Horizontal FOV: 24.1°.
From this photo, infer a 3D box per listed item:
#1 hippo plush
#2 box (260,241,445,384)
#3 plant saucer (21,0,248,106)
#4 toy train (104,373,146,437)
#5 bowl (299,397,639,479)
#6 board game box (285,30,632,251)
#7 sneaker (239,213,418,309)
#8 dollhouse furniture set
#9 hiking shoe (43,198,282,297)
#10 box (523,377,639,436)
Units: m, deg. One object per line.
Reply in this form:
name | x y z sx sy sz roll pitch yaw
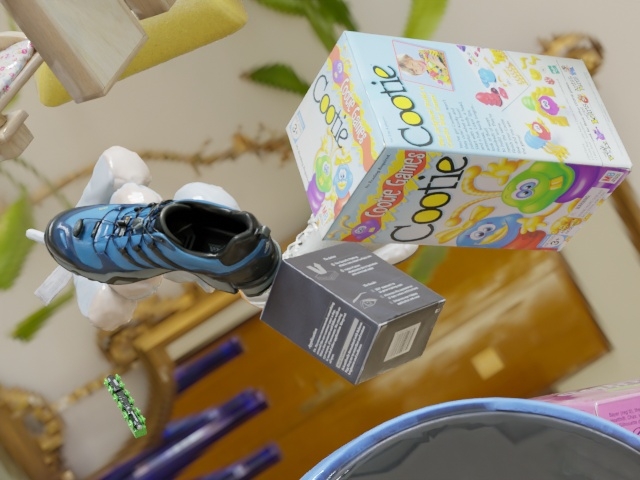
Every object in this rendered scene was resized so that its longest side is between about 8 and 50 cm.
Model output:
hippo plush | -0.235 0.024 2.127 0.237 0.294 0.234 8 54 -37
box | 0.040 0.085 1.845 0.158 0.093 0.156 34 27 26
plant saucer | -0.312 -0.402 2.243 0.081 0.333 0.332 62 7 -60
toy train | -0.192 0.163 1.477 0.083 0.017 0.023 49 -26 45
bowl | 0.126 0.284 0.996 0.391 0.391 0.077 57 -18 23
board game box | 0.130 -0.089 1.439 0.142 0.275 0.144 -55 -139 44
sneaker | 0.000 0.000 2.072 0.099 0.262 0.121 -126 -167 -63
dollhouse furniture set | -0.375 -0.232 1.645 0.174 0.356 0.303 56 44 -29
hiking shoe | -0.199 -0.014 1.841 0.132 0.304 0.113 77 19 -60
box | 0.315 0.193 1.427 0.243 0.214 0.117 153 -72 -74
